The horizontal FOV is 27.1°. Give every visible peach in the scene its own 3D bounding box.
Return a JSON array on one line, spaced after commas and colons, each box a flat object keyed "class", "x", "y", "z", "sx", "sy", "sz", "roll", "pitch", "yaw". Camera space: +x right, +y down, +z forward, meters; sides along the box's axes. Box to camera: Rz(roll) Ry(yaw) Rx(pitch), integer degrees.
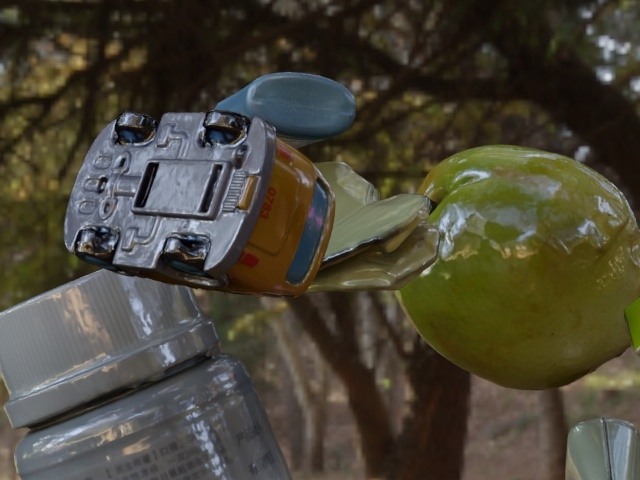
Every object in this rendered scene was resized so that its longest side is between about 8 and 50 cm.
[{"class": "peach", "x": 0.248, "y": 0.040, "z": 1.699, "sx": 0.315, "sy": 0.281, "sz": 0.314, "roll": 48, "pitch": -32, "yaw": -15}]

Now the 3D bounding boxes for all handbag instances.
[{"class": "handbag", "x": 0.384, "y": 0.410, "z": 1.790, "sx": 0.109, "sy": 0.315, "sz": 0.241, "roll": 0, "pitch": -52, "yaw": 11}]

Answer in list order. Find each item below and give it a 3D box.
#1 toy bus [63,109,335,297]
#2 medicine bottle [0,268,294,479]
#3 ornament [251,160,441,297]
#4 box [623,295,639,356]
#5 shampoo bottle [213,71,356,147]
[{"class": "toy bus", "x": -0.089, "y": -0.021, "z": 1.029, "sx": 0.209, "sy": 0.126, "sz": 0.136, "roll": 5, "pitch": -17, "yaw": 43}, {"class": "medicine bottle", "x": -0.179, "y": 0.182, "z": 1.300, "sx": 0.245, "sy": 0.306, "sz": 0.245, "roll": -22, "pitch": -1, "yaw": 0}, {"class": "ornament", "x": 0.000, "y": 0.000, "z": 1.244, "sx": 0.180, "sy": 0.059, "sz": 0.201, "roll": -34, "pitch": 31, "yaw": -19}, {"class": "box", "x": 0.401, "y": 0.042, "z": 1.067, "sx": 0.175, "sy": 0.062, "sz": 0.260, "roll": 35, "pitch": -61, "yaw": -21}, {"class": "shampoo bottle", "x": -0.049, "y": -0.120, "z": 1.316, "sx": 0.104, "sy": 0.061, "sz": 0.258, "roll": 5, "pitch": -2, "yaw": -15}]
